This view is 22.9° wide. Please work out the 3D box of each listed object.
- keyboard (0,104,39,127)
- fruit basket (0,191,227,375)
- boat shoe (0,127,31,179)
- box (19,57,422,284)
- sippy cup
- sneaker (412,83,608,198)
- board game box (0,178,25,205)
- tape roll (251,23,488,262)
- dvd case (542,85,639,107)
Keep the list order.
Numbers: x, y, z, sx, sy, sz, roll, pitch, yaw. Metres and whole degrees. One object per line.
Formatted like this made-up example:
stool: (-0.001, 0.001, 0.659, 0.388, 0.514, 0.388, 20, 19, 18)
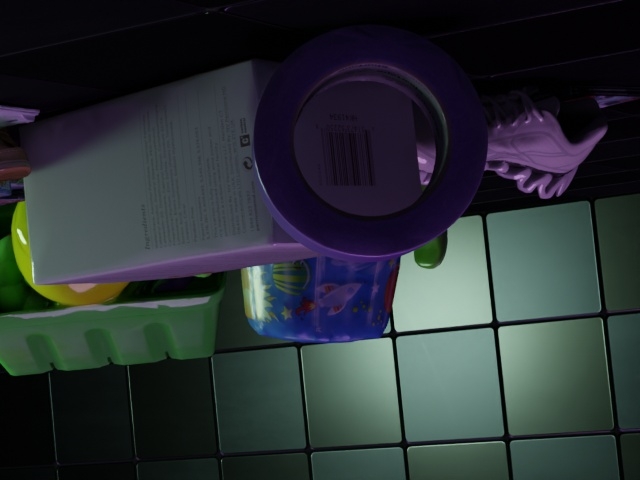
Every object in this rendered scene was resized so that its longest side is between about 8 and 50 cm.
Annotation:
keyboard: (-0.399, -0.109, 1.545, 0.256, 0.014, 0.072, -8, 171, 25)
fruit basket: (-0.307, 0.002, 2.085, 0.392, 0.283, 0.392, -1, 133, -2)
boat shoe: (-0.335, -0.087, 1.581, 0.063, 0.059, 0.170, -6, -178, -29)
box: (-0.101, -0.058, 1.545, 0.345, 0.168, 0.215, -10, 175, 42)
sippy cup: (0.000, 0.000, 1.846, 0.306, 0.224, 0.240, 3, -175, 1)
sneaker: (0.178, -0.121, 1.664, 0.292, 0.110, 0.118, 2, 150, -36)
board game box: (-0.386, -0.070, 1.772, 0.194, 0.060, 0.194, -2, 176, -45)
tape roll: (0.038, -0.077, 1.293, 0.189, 0.189, 0.080, -5, 176, -3)
dvd case: (0.294, -0.159, 1.774, 0.119, 0.013, 0.087, -2, 175, -34)
